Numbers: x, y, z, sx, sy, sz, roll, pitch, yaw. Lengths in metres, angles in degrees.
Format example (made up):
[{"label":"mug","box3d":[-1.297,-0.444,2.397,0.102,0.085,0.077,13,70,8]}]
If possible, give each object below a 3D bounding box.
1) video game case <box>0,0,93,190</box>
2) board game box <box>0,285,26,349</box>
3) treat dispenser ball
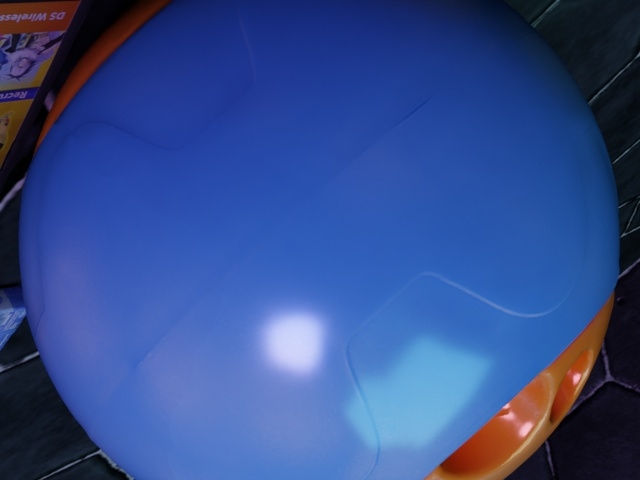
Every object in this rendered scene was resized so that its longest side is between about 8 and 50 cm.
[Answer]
[{"label":"video game case","box3d":[-0.207,-0.080,0.414,0.275,0.035,0.248,-15,150,-47]},{"label":"board game box","box3d":[-0.238,0.067,0.704,0.090,0.020,0.090,-7,144,-52]},{"label":"treat dispenser ball","box3d":[0.000,0.000,0.557,0.288,0.288,0.288,-32,159,-14]}]
